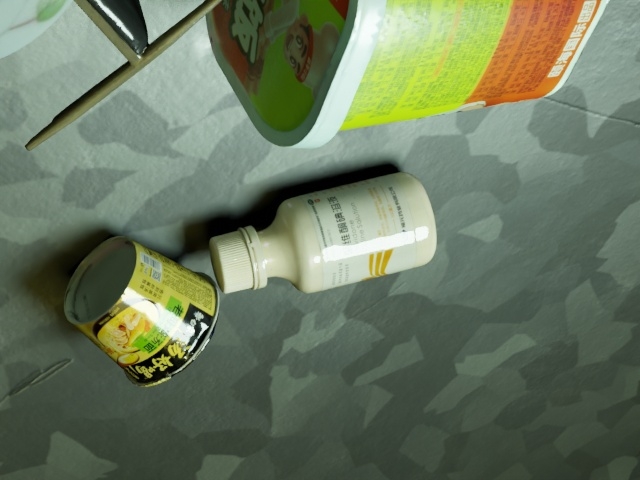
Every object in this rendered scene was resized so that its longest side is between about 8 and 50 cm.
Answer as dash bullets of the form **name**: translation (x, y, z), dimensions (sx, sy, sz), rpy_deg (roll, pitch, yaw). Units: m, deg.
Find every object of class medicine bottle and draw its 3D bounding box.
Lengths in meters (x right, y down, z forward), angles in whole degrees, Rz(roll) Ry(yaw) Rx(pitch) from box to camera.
- **medicine bottle**: translation (0.000, 0.000, 1.821), dimensions (0.252, 0.114, 0.114), rpy_deg (-13, 138, -12)

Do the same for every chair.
- **chair**: translation (-0.209, -0.244, 1.410), dimensions (0.272, 0.188, 0.166), rpy_deg (-30, 140, 11)

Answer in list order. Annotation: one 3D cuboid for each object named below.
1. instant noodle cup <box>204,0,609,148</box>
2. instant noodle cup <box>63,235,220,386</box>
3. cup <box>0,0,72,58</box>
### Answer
- **instant noodle cup**: translation (0.088, -0.243, 1.513), dimensions (0.307, 0.294, 0.294), rpy_deg (-7, 137, -30)
- **instant noodle cup**: translation (-0.205, 0.071, 1.784), dimensions (0.151, 0.151, 0.122), rpy_deg (-38, 126, 15)
- **cup**: translation (-0.283, -0.276, 1.237), dimensions (0.347, 0.347, 0.163), rpy_deg (-43, 148, 20)
